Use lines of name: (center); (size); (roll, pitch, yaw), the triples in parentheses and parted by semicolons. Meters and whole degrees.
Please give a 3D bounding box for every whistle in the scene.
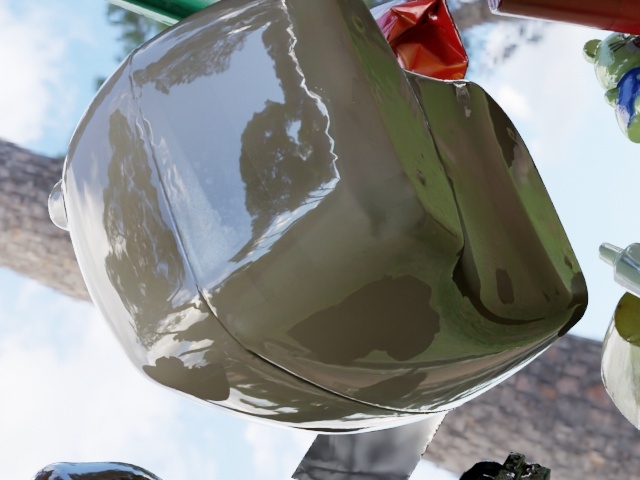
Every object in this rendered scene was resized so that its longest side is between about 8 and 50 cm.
whistle: (0.377, -0.164, 1.514); (0.085, 0.105, 0.227); (86, 170, -55)

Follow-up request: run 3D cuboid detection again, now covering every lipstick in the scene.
lipstick: (0.329, -0.267, 1.479); (0.073, 0.280, 0.073); (-173, 90, -79)

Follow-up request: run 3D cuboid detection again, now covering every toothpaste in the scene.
toothpaste: (0.312, 0.053, 1.063); (0.064, 0.218, 0.041); (-35, -44, -25)

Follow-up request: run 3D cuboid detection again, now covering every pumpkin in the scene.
pumpkin: (0.382, 0.095, 1.315); (0.217, 0.217, 0.110); (-60, -34, -30)

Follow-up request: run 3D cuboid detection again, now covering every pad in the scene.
pad: (0.083, 0.263, 1.862); (0.243, 0.164, 0.004); (-55, -36, -34)

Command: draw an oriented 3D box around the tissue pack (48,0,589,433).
tissue pack: (0.000, 0.000, 0.970); (0.387, 0.277, 0.267); (20, -138, -57)

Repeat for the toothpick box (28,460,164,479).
toothpick box: (-0.195, 0.294, 0.935); (0.294, 0.192, 0.192); (-46, -34, -9)

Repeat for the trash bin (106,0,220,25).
trash bin: (-0.087, -0.343, 1.094); (0.259, 0.381, 0.295); (17, -92, -25)

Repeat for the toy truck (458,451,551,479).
toy truck: (0.125, 0.280, 0.886); (0.127, 0.127, 0.257); (-30, -55, -67)

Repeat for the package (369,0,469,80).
package: (0.059, -0.093, 1.452); (0.196, 0.123, 0.423); (-97, 24, -73)
